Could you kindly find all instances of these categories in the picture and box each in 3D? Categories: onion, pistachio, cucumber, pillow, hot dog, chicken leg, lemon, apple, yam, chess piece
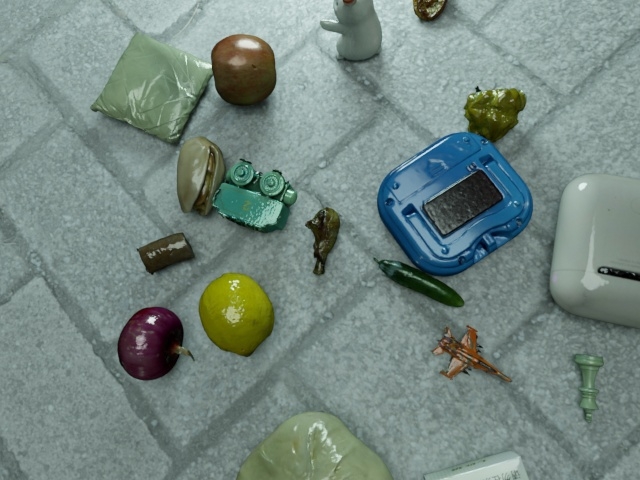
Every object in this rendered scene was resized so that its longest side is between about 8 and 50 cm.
[{"bbox_3d":[-0.402,0.247,1.156,0.154,0.177,0.177,-4,73,33],"label":"onion"},{"bbox_3d":[-0.323,-0.175,1.291,0.152,0.126,0.222,-19,65,46],"label":"pistachio"},{"bbox_3d":[0.238,0.099,1.185,0.250,0.056,0.056,25,79,12],"label":"cucumber"},{"bbox_3d":[-0.484,-0.445,1.408,0.281,0.076,0.274,23,81,6],"label":"pillow"},{"bbox_3d":[0.320,-0.708,1.387,0.099,0.065,0.147,23,77,2],"label":"hot dog"},{"bbox_3d":[0.000,0.000,1.240,0.093,0.070,0.177,5,85,14],"label":"chicken leg"},{"bbox_3d":[-0.201,0.174,1.157,0.181,0.180,0.193,-41,45,-5],"label":"lemon"},{"bbox_3d":[-0.209,-0.467,1.324,0.174,0.188,0.188,-7,74,-6],"label":"apple"},{"bbox_3d":[-0.405,0.031,1.268,0.127,0.084,0.084,-23,74,-4],"label":"yam"},{"bbox_3d":[0.603,0.333,1.083,0.059,0.059,0.148,5,83,8],"label":"chess piece"}]

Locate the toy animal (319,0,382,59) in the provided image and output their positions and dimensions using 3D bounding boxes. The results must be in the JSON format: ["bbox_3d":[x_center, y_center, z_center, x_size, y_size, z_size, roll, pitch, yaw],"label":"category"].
[{"bbox_3d":[0.084,-0.616,1.291,0.138,0.282,0.140,29,78,28],"label":"toy animal"}]

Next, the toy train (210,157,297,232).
[{"bbox_3d":[-0.170,-0.110,1.264,0.204,0.112,0.162,19,86,13],"label":"toy train"}]

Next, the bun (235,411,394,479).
[{"bbox_3d":[-0.016,0.549,1.013,0.362,0.213,0.360,-1,77,5],"label":"bun"}]

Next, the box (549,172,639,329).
[{"bbox_3d":[0.693,0.020,1.107,0.289,0.141,0.348,12,77,9],"label":"box"}]

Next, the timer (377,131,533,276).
[{"bbox_3d":[0.332,-0.096,1.198,0.340,0.115,0.308,-33,77,-3],"label":"timer"}]

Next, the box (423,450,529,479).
[{"bbox_3d":[0.372,0.641,1.005,0.211,0.095,0.329,-17,75,2],"label":"box"}]

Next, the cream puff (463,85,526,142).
[{"bbox_3d":[0.449,-0.320,1.232,0.156,0.121,0.156,-6,115,-13],"label":"cream puff"}]

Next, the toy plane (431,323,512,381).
[{"bbox_3d":[0.356,0.279,1.126,0.189,0.062,0.135,31,80,-1],"label":"toy plane"}]
